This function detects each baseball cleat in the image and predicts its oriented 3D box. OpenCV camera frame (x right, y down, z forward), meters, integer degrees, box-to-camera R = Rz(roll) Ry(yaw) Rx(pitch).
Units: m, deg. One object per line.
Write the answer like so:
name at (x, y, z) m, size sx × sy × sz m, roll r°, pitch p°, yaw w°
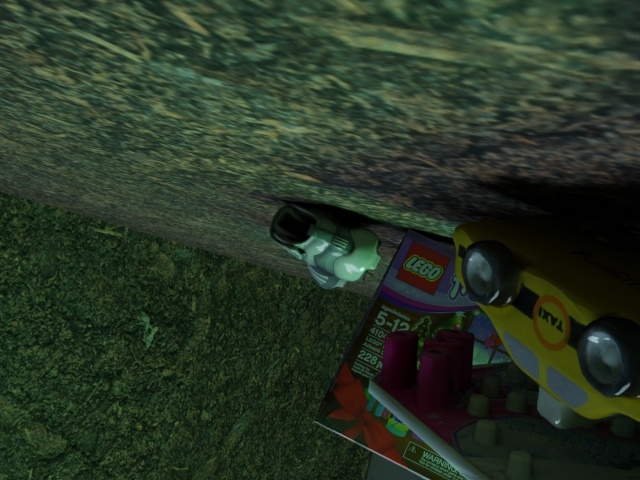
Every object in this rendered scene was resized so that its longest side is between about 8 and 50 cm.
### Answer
baseball cleat at (0.000, 0.000, 0.798) m, size 0.109 × 0.072 × 0.206 m, roll 28°, pitch 169°, yaw -6°

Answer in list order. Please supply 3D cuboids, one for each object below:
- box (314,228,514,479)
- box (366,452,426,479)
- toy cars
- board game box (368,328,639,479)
box at (0.168, 0.142, 0.730) m, size 0.293 × 0.200 × 0.057 m, roll 26°, pitch 176°, yaw 5°
box at (0.180, 0.204, 0.877) m, size 0.168 × 0.345 × 0.215 m, roll 15°, pitch 176°, yaw -11°
toy cars at (0.242, 0.074, 0.367) m, size 0.394 × 0.087 × 0.176 m, roll 12°, pitch -156°, yaw 21°
board game box at (0.284, 0.122, 0.471) m, size 0.390 × 0.050 × 0.390 m, roll -1°, pitch -168°, yaw -23°
